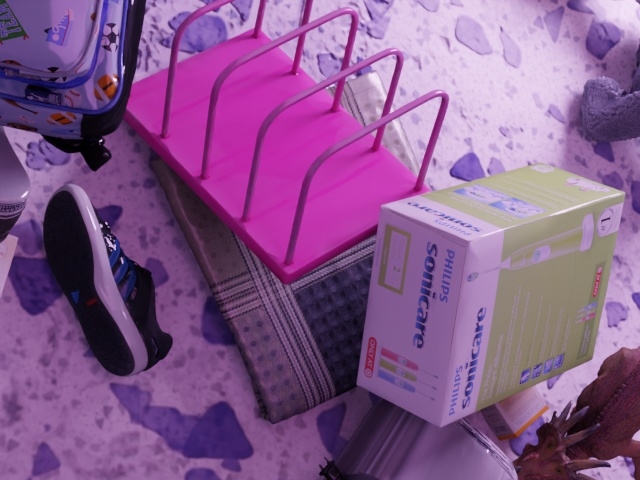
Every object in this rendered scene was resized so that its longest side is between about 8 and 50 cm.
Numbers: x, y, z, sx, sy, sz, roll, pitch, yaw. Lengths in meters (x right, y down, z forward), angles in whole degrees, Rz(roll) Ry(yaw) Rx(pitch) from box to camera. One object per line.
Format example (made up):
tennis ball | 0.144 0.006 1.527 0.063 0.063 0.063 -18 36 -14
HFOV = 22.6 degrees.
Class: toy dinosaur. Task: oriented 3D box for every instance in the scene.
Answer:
toy dinosaur | 0.330 0.185 1.799 0.200 0.127 0.296 13 108 -57

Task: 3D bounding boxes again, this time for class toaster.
toaster | 0.103 0.259 1.705 0.227 0.129 0.146 42 57 -14

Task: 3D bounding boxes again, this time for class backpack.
backpack | -0.299 -0.229 1.479 0.263 0.213 0.276 7 76 1

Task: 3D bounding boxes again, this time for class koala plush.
koala plush | 0.455 -0.229 2.000 0.196 0.203 0.221 23 56 -24

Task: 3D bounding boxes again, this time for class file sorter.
file sorter | -0.039 -0.147 1.619 0.202 0.182 0.291 -30 62 -31

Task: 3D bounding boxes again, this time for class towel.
towel | 0.000 0.000 1.762 0.312 0.056 0.324 -24 93 -29

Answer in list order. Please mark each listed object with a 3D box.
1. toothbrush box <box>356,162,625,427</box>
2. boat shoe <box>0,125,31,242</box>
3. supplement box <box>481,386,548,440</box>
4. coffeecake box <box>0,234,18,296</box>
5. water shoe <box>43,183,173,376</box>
toothbrush box | 0.183 0.049 1.698 0.283 0.122 0.206 -18 122 -46
boat shoe | -0.341 -0.089 1.548 0.078 0.070 0.219 1 45 -30
supplement box | 0.208 0.171 1.836 0.062 0.036 0.098 -35 96 -31
coffeecake box | -0.384 0.063 1.509 0.142 0.068 0.185 22 67 -23
water shoe | -0.216 0.038 1.622 0.080 0.073 0.203 -22 93 -53
